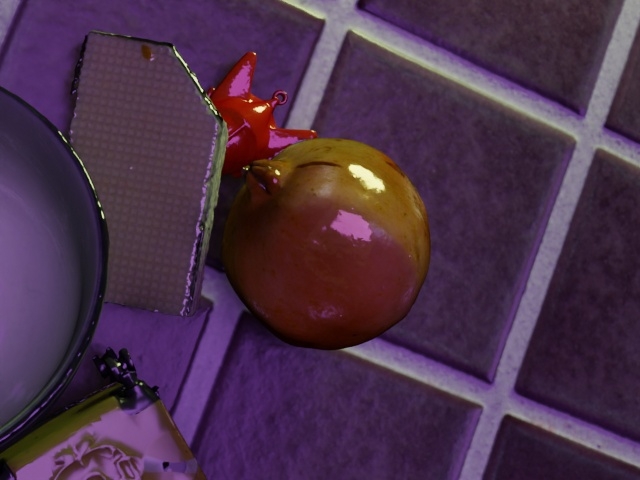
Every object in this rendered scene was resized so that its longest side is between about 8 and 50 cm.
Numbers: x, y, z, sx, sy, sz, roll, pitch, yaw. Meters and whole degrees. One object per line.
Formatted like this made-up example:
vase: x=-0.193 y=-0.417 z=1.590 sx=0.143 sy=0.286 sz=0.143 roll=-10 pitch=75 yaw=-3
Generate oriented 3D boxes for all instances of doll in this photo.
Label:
doll: x=-0.099 y=-0.093 z=1.291 sx=0.169 sy=0.057 sz=0.109 roll=-38 pitch=95 yaw=-12

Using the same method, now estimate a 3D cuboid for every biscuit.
biscuit: x=-0.168 y=-0.063 z=1.246 sx=0.150 sy=0.052 sz=0.252 roll=9 pitch=89 yaw=6

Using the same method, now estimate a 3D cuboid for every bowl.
bowl: x=-0.350 y=0.048 z=1.110 sx=0.353 sy=0.185 sz=0.354 roll=2 pitch=67 yaw=-6

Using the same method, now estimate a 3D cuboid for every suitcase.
suitcase: x=-0.200 y=0.239 z=1.204 sx=0.194 sy=0.143 sz=0.235 roll=-31 pitch=97 yaw=-17

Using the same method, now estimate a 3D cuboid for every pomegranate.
pomegranate: x=0.004 y=0.005 z=1.252 sx=0.209 sy=0.209 sz=0.209 roll=1 pitch=88 yaw=-18
